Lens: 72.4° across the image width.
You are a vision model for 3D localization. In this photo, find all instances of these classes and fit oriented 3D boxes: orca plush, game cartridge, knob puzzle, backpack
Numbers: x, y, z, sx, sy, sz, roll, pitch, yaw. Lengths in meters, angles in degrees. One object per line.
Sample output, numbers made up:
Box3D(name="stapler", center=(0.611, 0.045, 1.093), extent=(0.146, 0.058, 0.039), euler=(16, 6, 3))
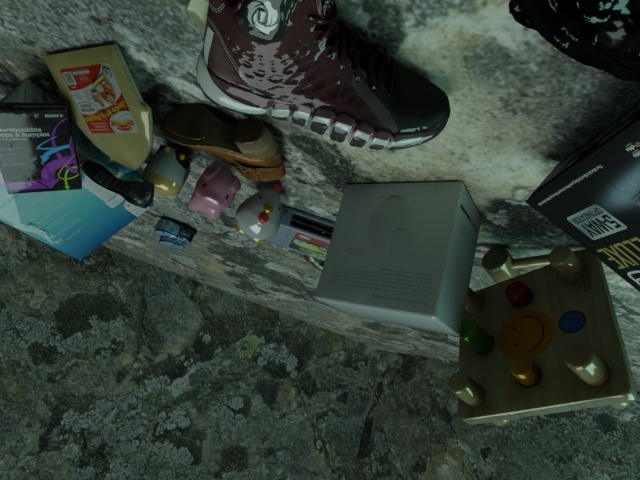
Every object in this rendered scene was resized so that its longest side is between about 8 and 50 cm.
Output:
Box3D(name="orca plush", center=(0.181, -0.181, 0.284), extent=(0.151, 0.102, 0.287), euler=(2, 157, 40))
Box3D(name="game cartridge", center=(0.000, 0.000, 1.108), extent=(0.294, 0.060, 0.196), euler=(19, 167, -6))
Box3D(name="knob puzzle", center=(-0.332, -0.206, 0.699), extent=(0.213, 0.030, 0.213), euler=(17, 132, 20))
Box3D(name="backpack", center=(-0.490, -0.019, 1.450), extent=(0.114, 0.084, 0.105), euler=(31, 156, -32))

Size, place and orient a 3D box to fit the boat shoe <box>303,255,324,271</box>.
Box3D(name="boat shoe", center=(0.015, 0.070, 1.321), extent=(0.137, 0.049, 0.043), euler=(28, 158, -20))

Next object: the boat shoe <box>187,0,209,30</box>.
Box3D(name="boat shoe", center=(-0.088, -0.232, 0.489), extent=(0.048, 0.042, 0.133), euler=(-27, 140, 30))

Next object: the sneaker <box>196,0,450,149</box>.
Box3D(name="sneaker", center=(0.021, -0.188, 0.427), extent=(0.281, 0.107, 0.163), euler=(6, 145, -11))

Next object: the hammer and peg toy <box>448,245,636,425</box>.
Box3D(name="hammer and peg toy", center=(0.352, 0.114, 0.736), extent=(0.127, 0.362, 0.265), euler=(40, 134, -22))

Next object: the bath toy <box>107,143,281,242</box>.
Box3D(name="bath toy", center=(-0.223, -0.112, 0.862), extent=(0.348, 0.129, 0.151), euler=(26, -155, -21))

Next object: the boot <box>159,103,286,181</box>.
Box3D(name="boot", center=(-0.159, -0.154, 0.747), extent=(0.197, 0.073, 0.152), euler=(15, 167, 14))

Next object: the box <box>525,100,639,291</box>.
Box3D(name="box", center=(0.371, -0.030, 0.407), extent=(0.242, 0.076, 0.307), euler=(43, 173, 9))

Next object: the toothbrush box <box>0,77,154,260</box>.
Box3D(name="toothbrush box", center=(-0.522, -0.123, 0.864), extent=(0.295, 0.216, 0.126), euler=(46, -169, -52))

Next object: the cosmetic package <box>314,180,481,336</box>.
Box3D(name="cosmetic package", center=(0.139, 0.029, 0.770), extent=(0.223, 0.225, 0.138), euler=(4, 159, 36))

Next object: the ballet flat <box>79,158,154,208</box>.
Box3D(name="ballet flat", center=(-0.357, -0.108, 0.773), extent=(0.173, 0.049, 0.057), euler=(27, -178, 19))

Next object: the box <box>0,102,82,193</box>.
Box3D(name="box", center=(-0.478, -0.153, 0.736), extent=(0.115, 0.029, 0.162), euler=(-8, 136, -24))
